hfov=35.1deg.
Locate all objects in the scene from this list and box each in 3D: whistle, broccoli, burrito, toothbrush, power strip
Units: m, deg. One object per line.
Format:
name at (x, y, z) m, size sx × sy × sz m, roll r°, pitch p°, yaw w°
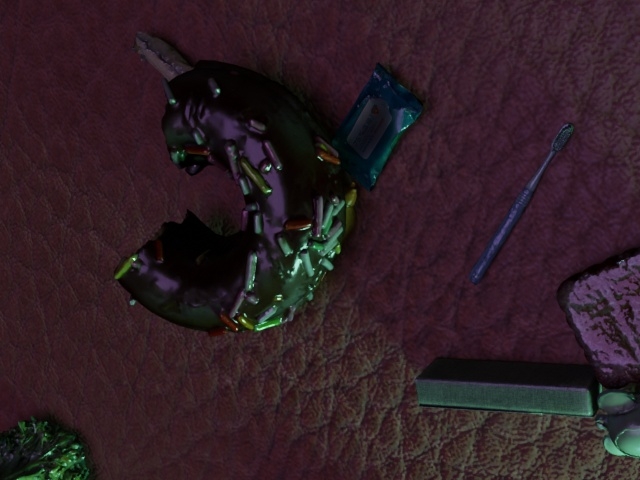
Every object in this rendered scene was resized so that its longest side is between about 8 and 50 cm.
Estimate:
whistle at (0.415, 0.198, 1.082) m, size 0.235 × 0.077 × 0.114 m, roll -1°, pitch 129°, yaw 23°
broccoli at (-0.460, 0.380, 1.513) m, size 0.194 × 0.194 × 0.220 m, roll 7°, pitch 98°, yaw 27°
burrito at (-0.177, -0.215, 1.331) m, size 0.185 × 0.041 × 0.045 m, roll 43°, pitch 158°, yaw 13°
toothbrush at (0.229, -0.039, 1.161) m, size 0.016 × 0.019 × 0.219 m, roll 31°, pitch 114°, yaw 4°
power strip at (0.000, 0.000, 1.285) m, size 0.049 × 0.028 × 0.178 m, roll 39°, pitch 115°, yaw 16°

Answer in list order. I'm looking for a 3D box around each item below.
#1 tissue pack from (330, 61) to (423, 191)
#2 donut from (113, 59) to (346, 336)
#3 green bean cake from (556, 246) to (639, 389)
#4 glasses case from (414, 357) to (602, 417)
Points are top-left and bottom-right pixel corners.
tissue pack at (0.066, -0.136, 1.225) m, size 0.085 × 0.028 × 0.138 m, roll 45°, pitch 122°, yaw 17°
donut at (-0.104, -0.024, 1.239) m, size 0.259 × 0.136 × 0.345 m, roll 28°, pitch 113°, yaw 17°
green bean cake at (0.342, 0.080, 1.104) m, size 0.135 × 0.056 × 0.135 m, roll -28°, pitch 88°, yaw 29°
glasses case at (0.219, 0.173, 1.181) m, size 0.205 × 0.071 × 0.047 m, roll 0°, pitch 104°, yaw 27°
